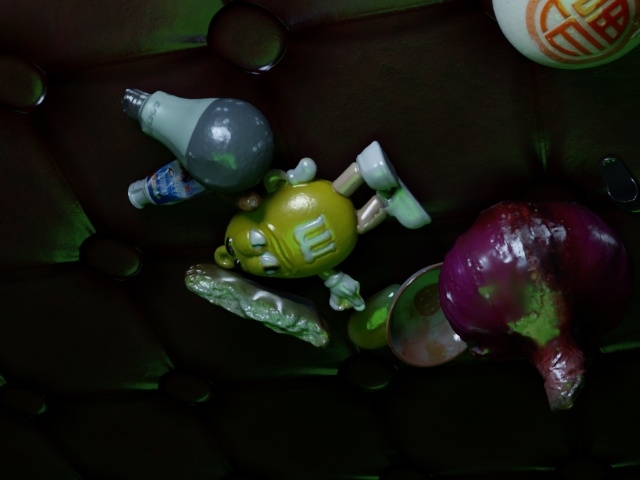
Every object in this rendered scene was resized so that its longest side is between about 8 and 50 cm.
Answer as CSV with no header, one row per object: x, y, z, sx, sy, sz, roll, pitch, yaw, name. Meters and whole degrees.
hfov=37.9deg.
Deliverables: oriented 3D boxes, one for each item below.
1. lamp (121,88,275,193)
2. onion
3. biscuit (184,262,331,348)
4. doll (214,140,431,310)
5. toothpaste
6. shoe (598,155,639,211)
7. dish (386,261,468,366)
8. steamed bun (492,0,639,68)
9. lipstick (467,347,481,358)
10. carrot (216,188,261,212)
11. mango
-0.233,-0.216,1.776,0.313,0.182,0.182,32,131,-6,lamp
0.443,0.134,1.835,0.398,0.420,0.399,-4,131,-5,onion
-0.133,0.124,2.005,0.335,0.329,0.078,19,97,-32,biscuit
0.014,-0.030,1.921,0.348,0.161,0.423,30,116,-11,doll
-0.277,-0.128,1.928,0.266,0.096,0.061,-16,171,25,toothpaste
0.599,-0.099,1.844,0.062,0.053,0.159,-26,123,25,shoe
0.246,0.149,2.077,0.260,0.085,0.260,-11,118,-21,dish
0.417,-0.394,1.492,0.282,0.177,0.283,4,134,4,steamed bun
0.460,0.194,2.137,0.279,0.073,0.073,-26,125,30,lipstick
-0.174,-0.090,1.891,0.048,0.048,0.216,39,171,-27,carrot
0.141,0.177,2.159,0.130,0.092,0.195,22,124,-10,mango
